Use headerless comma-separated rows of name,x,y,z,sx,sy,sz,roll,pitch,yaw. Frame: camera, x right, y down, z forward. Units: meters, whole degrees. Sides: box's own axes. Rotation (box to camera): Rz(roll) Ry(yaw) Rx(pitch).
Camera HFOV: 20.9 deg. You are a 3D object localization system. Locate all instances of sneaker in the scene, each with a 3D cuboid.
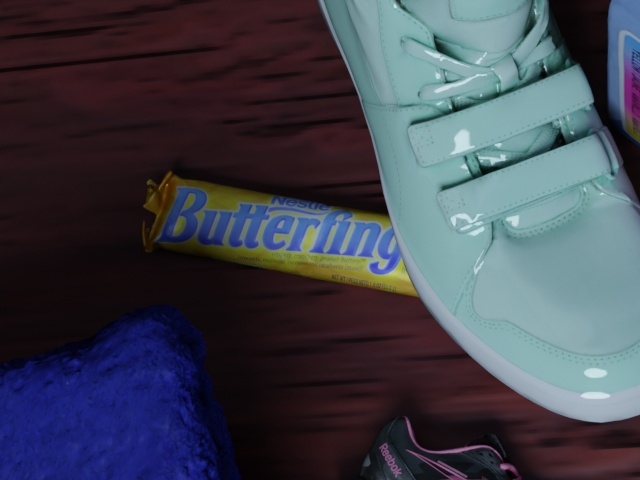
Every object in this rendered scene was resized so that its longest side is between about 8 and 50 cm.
sneaker,0.068,0.105,0.684,0.119,0.047,0.057,21,70,14
sneaker,0.063,-0.057,0.655,0.094,0.151,0.256,-24,71,-9

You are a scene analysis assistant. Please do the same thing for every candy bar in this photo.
candy bar,0.000,0.000,0.733,0.161,0.018,0.040,10,78,13

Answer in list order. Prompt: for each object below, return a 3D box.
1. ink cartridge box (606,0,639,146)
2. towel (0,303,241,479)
ink cartridge box,0.336,-0.034,0.608,0.395,0.151,0.270,43,88,16
towel,-0.154,0.174,0.620,0.308,0.076,0.227,-22,65,11
